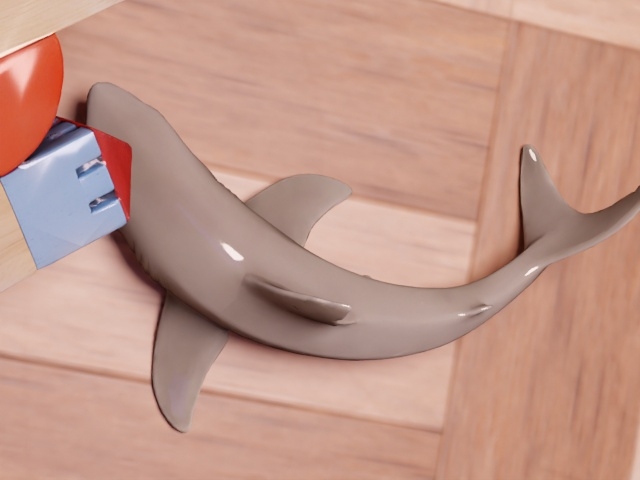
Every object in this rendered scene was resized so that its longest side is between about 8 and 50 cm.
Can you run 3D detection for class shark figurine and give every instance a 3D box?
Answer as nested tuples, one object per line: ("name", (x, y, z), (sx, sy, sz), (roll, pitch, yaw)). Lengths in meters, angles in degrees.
("shark figurine", (0.021, 0.020, 0.846), (0.278, 0.116, 0.166), (6, 87, -14))

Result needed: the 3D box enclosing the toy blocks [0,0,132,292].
("toy blocks", (-0.200, -0.113, 0.742), (0.261, 0.191, 0.381), (-29, 117, -24))
